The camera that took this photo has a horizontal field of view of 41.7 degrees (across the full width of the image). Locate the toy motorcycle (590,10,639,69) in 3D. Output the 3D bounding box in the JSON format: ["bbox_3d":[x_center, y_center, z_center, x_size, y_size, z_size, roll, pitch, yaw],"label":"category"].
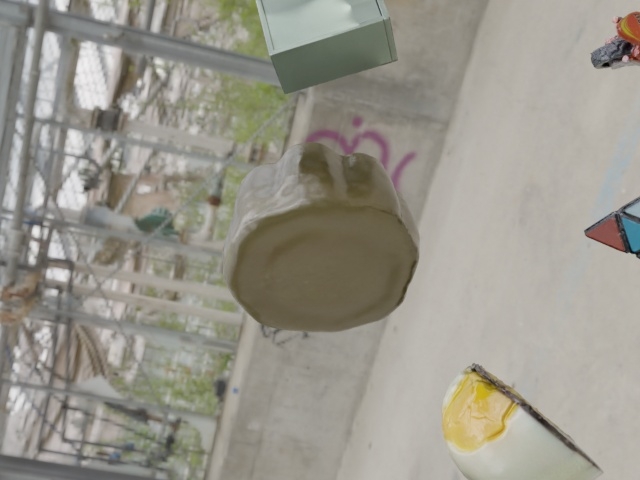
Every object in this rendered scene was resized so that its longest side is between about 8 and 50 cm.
[{"bbox_3d":[0.611,-0.348,1.421,0.171,0.298,0.089,139,121,-82],"label":"toy motorcycle"}]

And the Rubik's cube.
[{"bbox_3d":[0.614,0.015,1.424,0.250,0.234,0.284,-34,-8,21],"label":"Rubik's cube"}]

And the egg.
[{"bbox_3d":[0.375,0.411,1.683,0.201,0.337,0.337,-50,12,3],"label":"egg"}]

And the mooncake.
[{"bbox_3d":[0.000,0.000,1.606,0.200,0.379,0.378,-91,15,-46],"label":"mooncake"}]

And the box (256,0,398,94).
[{"bbox_3d":[0.005,-0.418,1.592,0.117,0.225,0.224,68,-173,-56],"label":"box"}]
